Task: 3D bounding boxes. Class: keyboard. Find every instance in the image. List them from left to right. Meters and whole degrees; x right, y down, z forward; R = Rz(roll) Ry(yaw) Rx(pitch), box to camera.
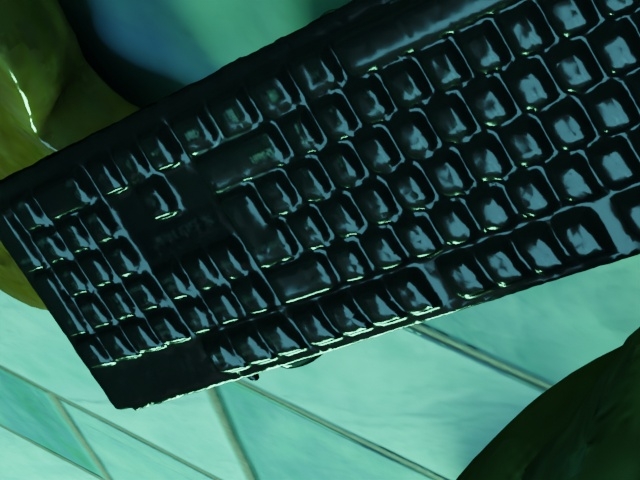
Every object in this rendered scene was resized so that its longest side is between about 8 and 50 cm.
[{"bbox_3d":[0.015,-0.016,0.452,0.309,0.018,0.101,-20,108,42],"label":"keyboard"}]

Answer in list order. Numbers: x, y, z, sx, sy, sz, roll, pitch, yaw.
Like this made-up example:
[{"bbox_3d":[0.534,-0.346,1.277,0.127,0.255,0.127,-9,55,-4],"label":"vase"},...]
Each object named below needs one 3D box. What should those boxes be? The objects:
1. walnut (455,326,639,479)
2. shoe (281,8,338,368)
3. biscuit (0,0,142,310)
[{"bbox_3d":[0.142,0.151,0.450,0.253,0.277,0.282,5,159,35],"label":"walnut"},{"bbox_3d":[0.000,0.000,0.550,0.071,0.099,0.169,28,156,10],"label":"shoe"},{"bbox_3d":[-0.160,-0.069,0.683,0.275,0.052,0.355,13,151,38],"label":"biscuit"}]
